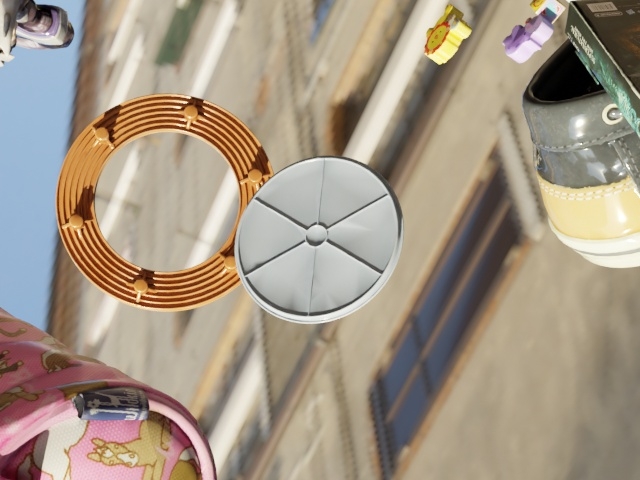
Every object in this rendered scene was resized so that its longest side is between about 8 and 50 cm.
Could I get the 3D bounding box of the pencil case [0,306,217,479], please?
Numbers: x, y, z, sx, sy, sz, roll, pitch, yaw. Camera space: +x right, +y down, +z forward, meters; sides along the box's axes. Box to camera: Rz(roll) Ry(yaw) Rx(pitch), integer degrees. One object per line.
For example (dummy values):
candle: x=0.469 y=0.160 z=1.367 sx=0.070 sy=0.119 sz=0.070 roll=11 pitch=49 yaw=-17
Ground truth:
pencil case: x=-0.220 y=0.099 z=1.007 sx=0.160 sy=0.167 sz=0.386 roll=-28 pitch=-150 yaw=-26

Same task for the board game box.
board game box: x=0.246 y=-0.101 z=0.939 sx=0.186 sy=0.026 sz=0.126 roll=-7 pitch=-141 yaw=-12

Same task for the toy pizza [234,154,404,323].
toy pizza: x=0.000 y=0.000 z=1.906 sx=0.201 sy=0.201 sz=0.032 roll=42 pitch=178 yaw=27

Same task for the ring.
ring: x=-0.231 y=-0.061 z=2.541 sx=0.336 sy=0.337 sz=0.032 roll=28 pitch=169 yaw=3

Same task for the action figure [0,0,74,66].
action figure: x=-0.293 y=-0.245 z=1.612 sx=0.099 sy=0.185 sz=0.285 roll=19 pitch=180 yaw=8

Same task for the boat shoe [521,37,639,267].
boat shoe: x=0.327 y=-0.196 z=1.284 sx=0.187 sy=0.500 sz=0.156 roll=12 pitch=143 yaw=54

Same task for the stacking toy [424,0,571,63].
stacking toy: x=0.229 y=-0.228 z=1.641 sx=0.167 sy=0.221 sz=0.052 roll=31 pitch=-162 yaw=-25
